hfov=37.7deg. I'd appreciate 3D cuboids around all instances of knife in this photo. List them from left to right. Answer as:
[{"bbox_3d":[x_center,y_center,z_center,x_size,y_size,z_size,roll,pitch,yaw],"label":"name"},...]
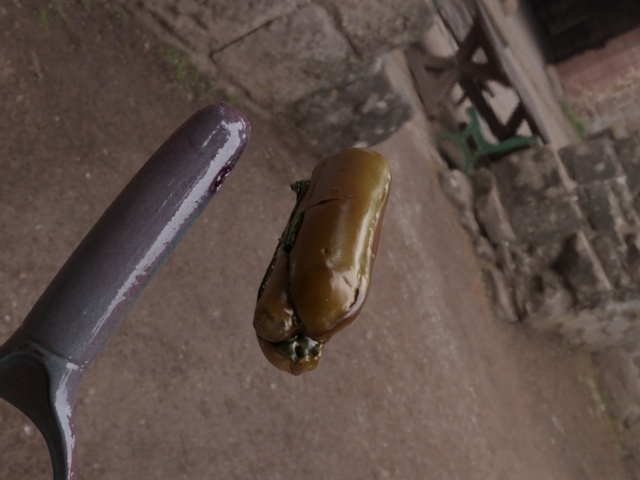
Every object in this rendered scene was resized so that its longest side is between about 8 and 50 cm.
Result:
[{"bbox_3d":[-0.117,0.033,0.526,0.123,0.278,0.053,33,-13,2],"label":"knife"}]

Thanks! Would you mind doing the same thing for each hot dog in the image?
[{"bbox_3d":[0.000,0.000,0.686,0.068,0.100,0.249,32,30,-9],"label":"hot dog"}]
